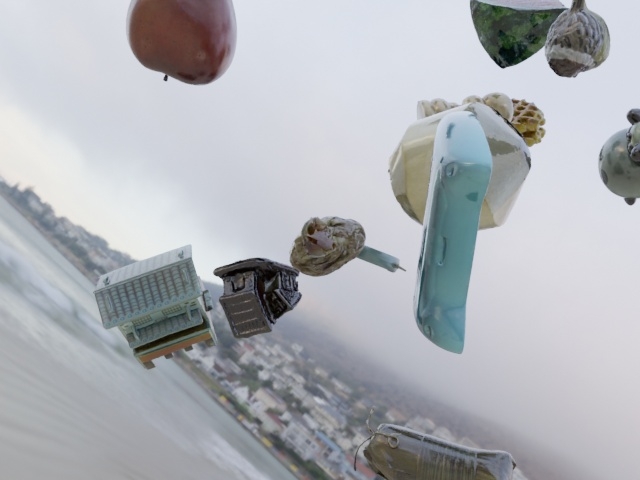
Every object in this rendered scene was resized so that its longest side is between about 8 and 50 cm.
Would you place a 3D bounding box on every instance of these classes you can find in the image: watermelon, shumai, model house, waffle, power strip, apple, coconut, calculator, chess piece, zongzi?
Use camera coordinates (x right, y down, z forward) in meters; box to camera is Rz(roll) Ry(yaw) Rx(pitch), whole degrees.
[{"bbox_3d":[0.441,-0.505,1.322,0.136,0.202,0.207,26,-21,-38],"label":"watermelon"},{"bbox_3d":[0.000,0.000,1.526,0.210,0.161,0.153,-14,-25,20],"label":"shumai"},{"bbox_3d":[-0.122,0.121,1.242,0.106,0.166,0.152,66,11,-49],"label":"model house"},{"bbox_3d":[0.640,-0.406,2.203,0.261,0.325,0.151,-98,171,-63],"label":"waffle"},{"bbox_3d":[0.144,0.043,1.708,0.216,0.044,0.137,22,0,13],"label":"power strip"},{"bbox_3d":[-0.279,-0.429,1.224,0.234,0.234,0.234,38,-17,14],"label":"apple"},{"bbox_3d":[0.328,-0.165,1.406,0.323,0.323,0.323,38,-17,14],"label":"coconut"},{"bbox_3d":[0.155,-0.032,0.757,0.055,0.255,0.386,7,16,9],"label":"calculator"},{"bbox_3d":[0.408,-0.343,1.702,0.143,0.261,0.142,169,-90,-88],"label":"chess piece"},{"bbox_3d":[0.183,0.421,1.015,0.248,0.111,0.240,11,-54,22],"label":"zongzi"},{"bbox_3d":[-0.369,0.145,1.395,0.198,0.224,0.215,-113,-173,-45],"label":"model house"}]

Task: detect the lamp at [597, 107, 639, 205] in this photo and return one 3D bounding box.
[{"bbox_3d":[0.829,-0.218,1.591,0.198,0.197,0.244,34,-13,26],"label":"lamp"}]

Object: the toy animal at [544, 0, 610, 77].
[{"bbox_3d":[0.395,-0.321,0.952,0.098,0.098,0.137,21,-32,51],"label":"toy animal"}]
